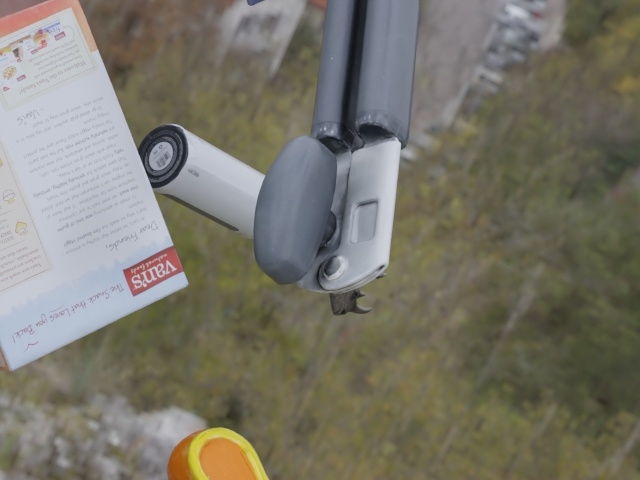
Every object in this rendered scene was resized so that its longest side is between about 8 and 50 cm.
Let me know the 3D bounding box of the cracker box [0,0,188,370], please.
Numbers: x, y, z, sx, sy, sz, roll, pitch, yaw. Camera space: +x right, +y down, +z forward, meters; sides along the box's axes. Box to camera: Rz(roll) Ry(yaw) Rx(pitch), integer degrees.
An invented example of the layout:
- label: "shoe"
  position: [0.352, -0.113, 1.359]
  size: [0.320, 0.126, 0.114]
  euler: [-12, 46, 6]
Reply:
- label: "cracker box"
  position: [-0.211, -0.041, 1.306]
  size: [0.155, 0.232, 0.067]
  euler: [-26, 10, -31]

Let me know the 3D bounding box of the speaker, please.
- label: "speaker"
  position: [-0.086, -0.046, 1.464]
  size: [0.055, 0.055, 0.136]
  euler: [45, 10, 38]

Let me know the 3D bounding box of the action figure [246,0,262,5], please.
- label: "action figure"
  position: [0.059, -0.337, 1.507]
  size: [0.330, 0.341, 0.178]
  euler: [58, -4, 6]

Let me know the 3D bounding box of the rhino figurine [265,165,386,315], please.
- label: "rhino figurine"
  position: [0.000, 0.000, 2.147]
  size: [0.243, 0.106, 0.073]
  euler: [54, -18, -29]

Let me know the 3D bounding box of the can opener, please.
- label: "can opener"
  position: [0.021, -0.091, 1.255]
  size: [0.093, 0.074, 0.280]
  euler: [42, 47, -43]

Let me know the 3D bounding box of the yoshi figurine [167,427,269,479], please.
- label: "yoshi figurine"
  position: [-0.184, 0.249, 1.260]
  size: [0.203, 0.362, 0.203]
  euler: [13, 54, -30]
